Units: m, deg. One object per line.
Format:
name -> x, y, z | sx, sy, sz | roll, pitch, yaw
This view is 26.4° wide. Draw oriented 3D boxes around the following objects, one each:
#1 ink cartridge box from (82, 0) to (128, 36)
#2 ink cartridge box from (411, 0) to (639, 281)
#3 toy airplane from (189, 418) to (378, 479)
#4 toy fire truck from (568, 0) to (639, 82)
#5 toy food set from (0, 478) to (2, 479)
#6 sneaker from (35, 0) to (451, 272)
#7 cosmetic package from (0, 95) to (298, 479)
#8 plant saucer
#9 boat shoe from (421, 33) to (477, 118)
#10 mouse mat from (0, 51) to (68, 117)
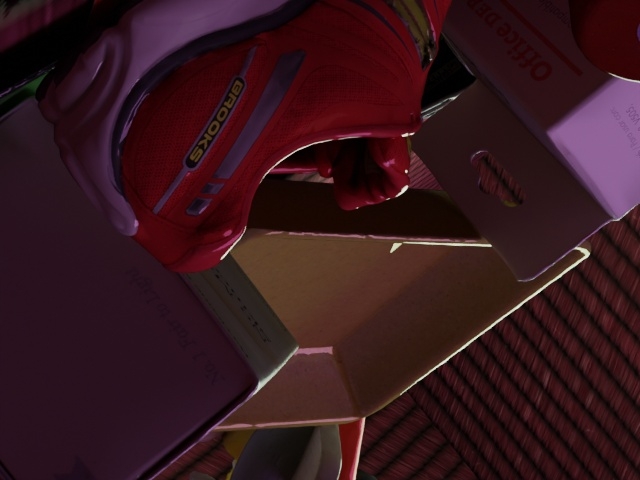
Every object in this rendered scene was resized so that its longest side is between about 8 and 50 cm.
ink cartridge box -> -0.013, -0.141, 0.545 | 0.145, 0.045, 0.179 | -36, 171, -31
ink cartridge box -> 0.207, -0.162, 0.939 | 0.353, 0.207, 0.119 | -41, 134, 6
toy airplane -> -0.040, 0.164, 1.496 | 0.272, 0.384, 0.386 | 5, 154, -7
toy fire truck -> 0.219, -0.215, 0.630 | 0.302, 0.169, 0.254 | -2, 147, 9
toy food set -> -0.245, 0.209, 1.109 | 0.111, 0.232, 0.104 | -15, -162, 30
sneaker -> 0.009, -0.075, 0.568 | 0.279, 0.118, 0.107 | -36, -171, -36
cosmetic package -> -0.106, 0.036, 0.703 | 0.113, 0.160, 0.309 | -38, 179, 0
plant saucer -> -0.013, 0.050, 1.077 | 0.333, 0.081, 0.333 | 2, 148, -38
boat shoe -> 0.142, -0.173, 1.203 | 0.219, 0.078, 0.070 | -40, 176, 31
mouse mat -> -0.127, -0.053, 0.642 | 0.153, 0.007, 0.190 | -35, 178, -28
